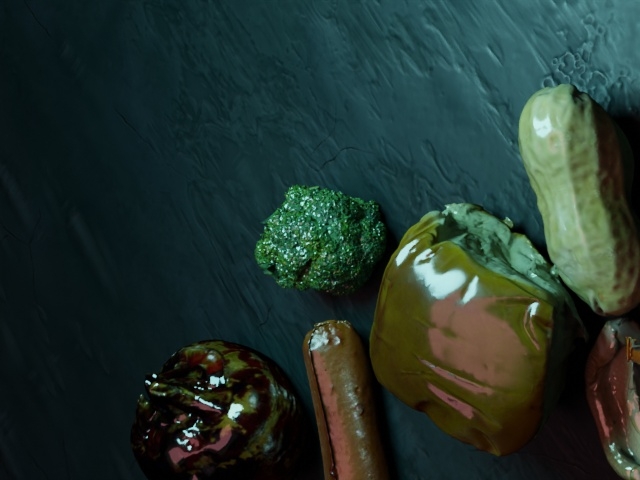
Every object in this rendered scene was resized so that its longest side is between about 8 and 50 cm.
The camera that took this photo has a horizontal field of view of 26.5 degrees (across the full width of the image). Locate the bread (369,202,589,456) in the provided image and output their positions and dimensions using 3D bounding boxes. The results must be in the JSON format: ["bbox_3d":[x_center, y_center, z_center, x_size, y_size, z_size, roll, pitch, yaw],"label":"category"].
[{"bbox_3d":[0.202,0.110,1.718,0.279,0.225,0.250,31,121,32],"label":"bread"}]

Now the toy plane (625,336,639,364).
[{"bbox_3d":[0.432,0.163,1.621,0.135,0.062,0.188,2,123,14],"label":"toy plane"}]

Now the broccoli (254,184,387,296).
[{"bbox_3d":[0.000,0.000,1.949,0.156,0.195,0.195,-112,32,-62],"label":"broccoli"}]

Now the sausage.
[{"bbox_3d":[0.043,0.278,2.003,0.102,0.102,0.330,-8,92,45],"label":"sausage"}]

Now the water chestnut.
[{"bbox_3d":[-0.163,0.287,2.104,0.289,0.244,0.289,15,112,42],"label":"water chestnut"}]

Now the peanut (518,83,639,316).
[{"bbox_3d":[0.322,-0.048,1.637,0.130,0.130,0.290,-9,99,45],"label":"peanut"}]

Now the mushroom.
[{"bbox_3d":[0.375,0.200,1.674,0.094,0.072,0.210,-20,81,43],"label":"mushroom"}]
